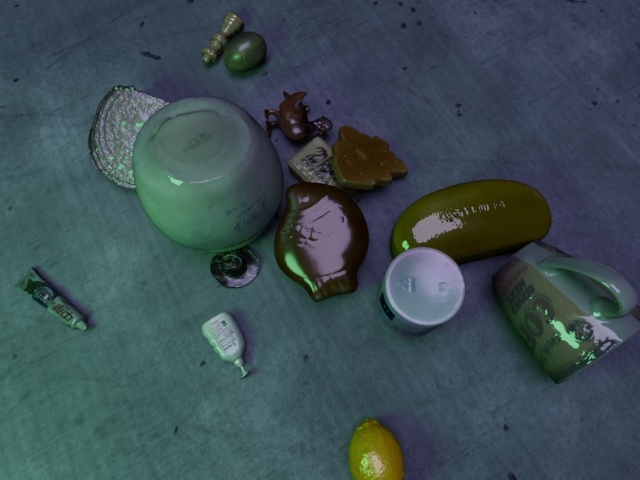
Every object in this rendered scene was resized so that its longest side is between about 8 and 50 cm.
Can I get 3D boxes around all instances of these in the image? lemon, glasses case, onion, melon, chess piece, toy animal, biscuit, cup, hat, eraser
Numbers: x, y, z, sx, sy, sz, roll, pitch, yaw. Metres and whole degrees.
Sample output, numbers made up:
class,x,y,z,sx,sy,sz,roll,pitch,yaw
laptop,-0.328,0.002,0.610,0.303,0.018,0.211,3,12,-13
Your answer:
class,x,y,z,sx,sy,sz,roll,pitch,yaw
lemon,0.113,0.442,0.902,0.114,0.114,0.155,-7,60,-1
glasses case,0.346,-0.043,1.043,0.371,0.141,0.173,-13,71,-3
onion,-0.458,-0.255,1.162,0.250,0.111,0.247,22,96,-2
melon,-0.211,-0.527,1.243,0.130,0.098,0.098,-39,75,-8
chess piece,-0.290,-0.580,1.288,0.060,0.060,0.172,26,76,10
toy animal,-0.059,-0.339,1.184,0.179,0.089,0.188,-4,58,3
biscuit,0.105,-0.194,1.109,0.212,0.041,0.239,37,48,5
cup,0.498,0.119,0.910,0.227,0.301,0.257,-32,65,-14
hat,-0.209,0.058,1.071,0.121,0.050,0.121,0,70,-1
eraser,0.012,-0.172,1.138,0.117,0.058,0.172,-41,75,-11

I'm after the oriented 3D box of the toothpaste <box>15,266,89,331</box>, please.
class,x,y,z,sx,sy,sz,roll,pitch,yaw
toothpaste,-0.638,0.147,1.060,0.233,0.038,0.060,33,73,14

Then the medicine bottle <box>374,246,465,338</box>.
class,x,y,z,sx,sy,sz,roll,pitch,yaw
medicine bottle,0.195,0.122,0.931,0.152,0.254,0.152,-1,71,2

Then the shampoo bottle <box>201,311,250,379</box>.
class,x,y,z,sx,sy,sz,roll,pitch,yaw
shampoo bottle,-0.204,0.242,1.011,0.077,0.045,0.152,-33,72,-11

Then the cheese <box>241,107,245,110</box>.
class,x,y,z,sx,sy,sz,roll,pitch,yaw
cheese,-0.233,-0.309,1.207,0.067,0.026,0.121,-3,71,0

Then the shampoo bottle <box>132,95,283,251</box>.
class,x,y,z,sx,sy,sz,roll,pitch,yaw
shampoo bottle,-0.247,-0.144,0.993,0.322,0.317,0.322,-2,63,3

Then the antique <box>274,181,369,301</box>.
class,x,y,z,sx,sy,sz,roll,pitch,yaw
antique,0.000,0.000,1.030,0.223,0.129,0.278,-20,82,0
